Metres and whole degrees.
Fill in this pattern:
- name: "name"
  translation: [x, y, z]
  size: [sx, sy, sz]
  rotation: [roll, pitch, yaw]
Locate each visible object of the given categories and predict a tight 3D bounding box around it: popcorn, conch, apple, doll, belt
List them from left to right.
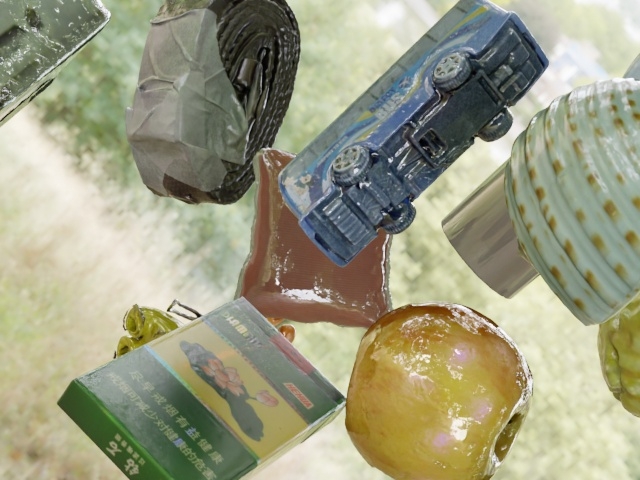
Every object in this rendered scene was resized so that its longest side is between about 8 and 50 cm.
- name: "doll"
  translation: [-0.125, 0.137, 1.669]
  size: [0.220, 0.143, 0.135]
  rotation: [0, 26, -38]
- name: "belt"
  translation: [-0.128, -0.187, 1.739]
  size: [0.164, 0.289, 0.184]
  rotation: [8, -11, 43]
- name: "apple"
  translation: [0.081, 0.110, 0.990]
  size: [0.146, 0.146, 0.146]
  rotation: [42, 18, -17]
- name: "conch"
  translation: [0.191, -0.044, 0.917]
  size: [0.131, 0.200, 0.172]
  rotation: [38, 36, 13]
- name: "popcorn"
  translation: [0.435, 0.123, 1.709]
  size: [0.183, 0.204, 0.221]
  rotation: [18, -42, 40]

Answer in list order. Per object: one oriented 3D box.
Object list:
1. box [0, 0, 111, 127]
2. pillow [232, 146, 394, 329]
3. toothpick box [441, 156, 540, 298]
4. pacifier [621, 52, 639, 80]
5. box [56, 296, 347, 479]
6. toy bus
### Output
- name: "box"
  translation: [-0.407, -0.087, 1.219]
  size: [0.111, 0.396, 0.396]
  rotation: [57, 32, -17]
- name: "pillow"
  translation: [0.000, 0.000, 1.444]
  size: [0.171, 0.179, 0.075]
  rotation: [8, -3, -15]
- name: "toothpick box"
  translation: [0.218, -0.040, 1.348]
  size: [0.111, 0.180, 0.111]
  rotation: [43, 16, -16]
- name: "pacifier"
  translation: [0.360, -0.083, 1.012]
  size: [0.233, 0.299, 0.244]
  rotation: [-91, 160, -62]
- name: "box"
  translation: [-0.083, 0.125, 1.071]
  size: [0.132, 0.034, 0.235]
  rotation: [43, 29, 12]
- name: "toy bus"
  translation: [0.072, -0.089, 1.108]
  size: [0.079, 0.236, 0.094]
  rotation: [46, 1, -32]
